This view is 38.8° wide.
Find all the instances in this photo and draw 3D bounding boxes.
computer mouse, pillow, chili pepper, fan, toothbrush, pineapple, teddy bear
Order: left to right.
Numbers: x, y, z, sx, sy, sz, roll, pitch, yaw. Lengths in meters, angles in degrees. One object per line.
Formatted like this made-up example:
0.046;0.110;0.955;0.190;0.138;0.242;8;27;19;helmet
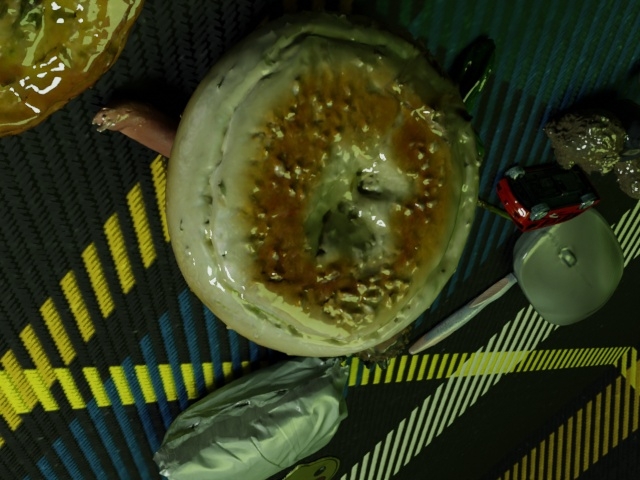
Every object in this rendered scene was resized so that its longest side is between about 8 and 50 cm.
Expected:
-0.093;0.284;1.371;0.309;0.138;0.283;-27;161;-14;pillow
-0.060;0.556;1.976;0.229;0.011;0.335;-24;151;-23;fan
0.081;0.145;1.397;0.125;0.125;0.251;-33;163;-6;pineapple
0.166;-0.152;1.065;0.073;0.050;0.182;-20;147;-15;chili pepper
0.314;0.096;1.656;0.375;0.028;0.037;-36;148;-1;toothbrush
0.451;0.051;1.621;0.197;0.095;0.331;-46;142;4;computer mouse
0.425;-0.142;1.300;0.251;0.129;0.182;12;156;-37;teddy bear

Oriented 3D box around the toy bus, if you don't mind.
0.331;-0.062;1.370;0.195;0.081;0.089;-12;154;-41;toy bus

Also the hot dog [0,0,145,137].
-0.198;-0.172;0.530;0.196;0.122;0.272;11;129;-47;hot dog

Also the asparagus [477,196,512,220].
0.266;-0.047;1.387;0.016;0.013;0.166;-2;170;33;asparagus

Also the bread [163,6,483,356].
0.001;-0.049;0.819;0.305;0.306;0.158;-27;-166;-18;bread

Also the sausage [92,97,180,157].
-0.140;-0.093;0.814;0.158;0.036;0.042;22;84;-60;sausage

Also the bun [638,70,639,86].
0.508;-0.231;1.274;0.115;0.115;0.069;-47;159;21;bun
